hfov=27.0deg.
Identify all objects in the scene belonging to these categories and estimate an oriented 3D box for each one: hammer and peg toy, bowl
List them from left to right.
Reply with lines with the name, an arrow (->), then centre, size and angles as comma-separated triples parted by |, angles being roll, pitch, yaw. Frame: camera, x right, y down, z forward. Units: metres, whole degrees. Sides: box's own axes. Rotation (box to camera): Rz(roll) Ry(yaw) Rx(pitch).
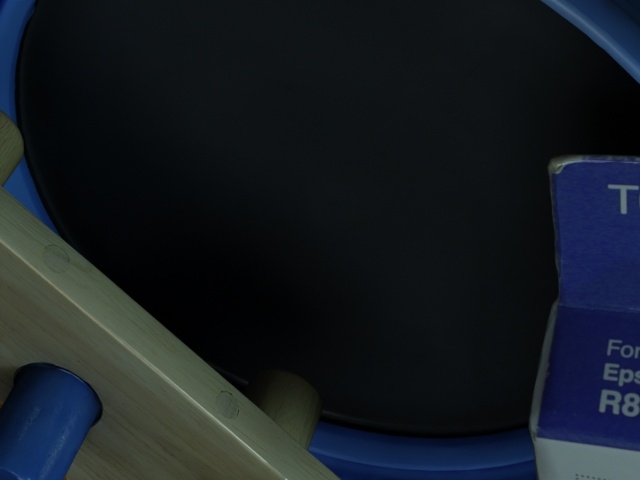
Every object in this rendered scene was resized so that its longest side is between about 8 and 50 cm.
hammer and peg toy -> -0.111, 0.118, 0.617 | 0.361, 0.127, 0.266 | 42, 132, -18
bowl -> 0.000, 0.000, 0.602 | 0.391, 0.077, 0.391 | 13, 135, 13

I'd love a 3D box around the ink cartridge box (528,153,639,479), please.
ink cartridge box -> 0.248, 0.121, 0.508 | 0.324, 0.071, 0.330 | 4, 135, 20
